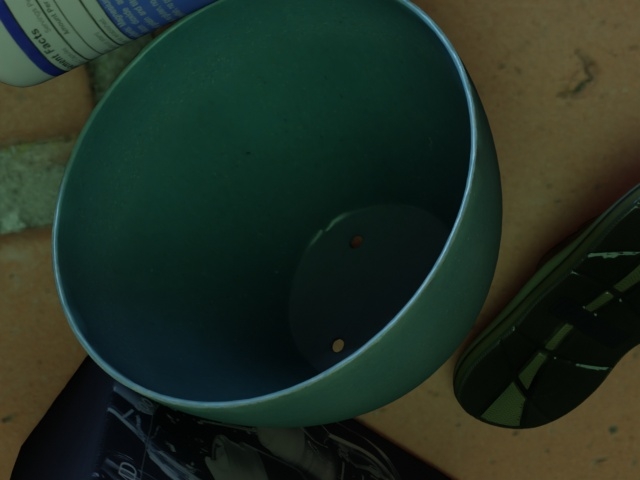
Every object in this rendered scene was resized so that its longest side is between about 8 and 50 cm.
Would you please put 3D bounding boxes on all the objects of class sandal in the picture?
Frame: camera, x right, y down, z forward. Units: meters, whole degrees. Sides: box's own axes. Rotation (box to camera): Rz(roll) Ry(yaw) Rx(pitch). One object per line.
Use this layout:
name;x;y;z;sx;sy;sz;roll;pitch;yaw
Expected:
sandal;0.209;0.025;1.076;0.120;0.086;0.303;38;121;-21

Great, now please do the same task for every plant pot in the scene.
plant pot;0.000;0.000;0.978;0.290;0.290;0.195;-32;146;11

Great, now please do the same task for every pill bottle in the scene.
pill bottle;-0.162;-0.189;0.936;0.272;0.152;0.152;-23;111;9

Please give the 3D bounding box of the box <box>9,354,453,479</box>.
box;-0.059;0.244;1.014;0.312;0.343;0.179;32;110;-14
